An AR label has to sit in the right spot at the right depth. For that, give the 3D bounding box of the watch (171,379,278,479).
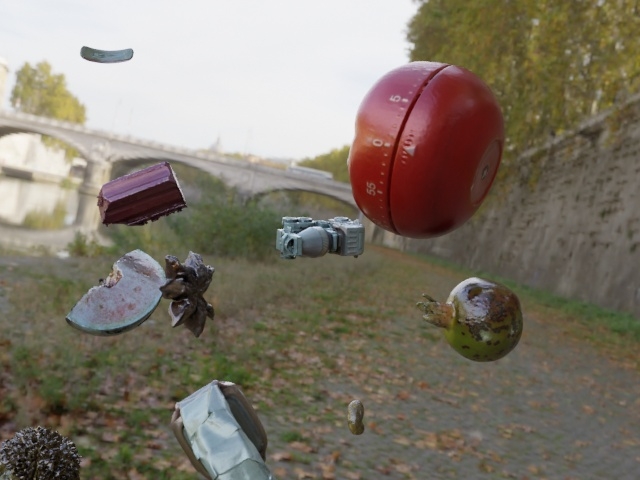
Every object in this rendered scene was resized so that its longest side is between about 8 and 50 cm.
[{"bbox_3d":[-0.166,0.417,1.441,0.162,0.253,0.241,-32,21,-8],"label":"watch"}]

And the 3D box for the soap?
[{"bbox_3d":[-0.536,-0.124,2.247,0.250,0.099,0.162,-21,-28,-8],"label":"soap"}]

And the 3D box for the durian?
[{"bbox_3d":[-0.488,0.387,1.255,0.196,0.196,0.167,13,-39,50],"label":"durian"}]

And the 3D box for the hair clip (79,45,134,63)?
[{"bbox_3d":[-0.561,-0.490,2.001,0.137,0.054,0.022,-1,-40,-10],"label":"hair clip"}]

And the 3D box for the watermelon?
[{"bbox_3d":[-0.560,0.189,2.187,0.188,0.322,0.175,33,-35,10],"label":"watermelon"}]

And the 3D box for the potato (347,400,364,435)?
[{"bbox_3d":[0.092,0.463,1.983,0.045,0.092,0.046,-12,-26,26],"label":"potato"}]

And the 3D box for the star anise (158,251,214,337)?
[{"bbox_3d":[-0.319,0.122,1.823,0.073,0.212,0.197,-12,-18,29],"label":"star anise"}]

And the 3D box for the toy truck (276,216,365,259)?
[{"bbox_3d":[0.000,0.000,1.978,0.256,0.108,0.140,-2,10,-29],"label":"toy truck"}]

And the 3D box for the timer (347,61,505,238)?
[{"bbox_3d":[0.231,-0.188,1.625,0.279,0.378,0.378,20,5,26],"label":"timer"}]

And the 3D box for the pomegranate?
[{"bbox_3d":[0.349,0.170,1.762,0.246,0.198,0.198,25,3,10],"label":"pomegranate"}]
